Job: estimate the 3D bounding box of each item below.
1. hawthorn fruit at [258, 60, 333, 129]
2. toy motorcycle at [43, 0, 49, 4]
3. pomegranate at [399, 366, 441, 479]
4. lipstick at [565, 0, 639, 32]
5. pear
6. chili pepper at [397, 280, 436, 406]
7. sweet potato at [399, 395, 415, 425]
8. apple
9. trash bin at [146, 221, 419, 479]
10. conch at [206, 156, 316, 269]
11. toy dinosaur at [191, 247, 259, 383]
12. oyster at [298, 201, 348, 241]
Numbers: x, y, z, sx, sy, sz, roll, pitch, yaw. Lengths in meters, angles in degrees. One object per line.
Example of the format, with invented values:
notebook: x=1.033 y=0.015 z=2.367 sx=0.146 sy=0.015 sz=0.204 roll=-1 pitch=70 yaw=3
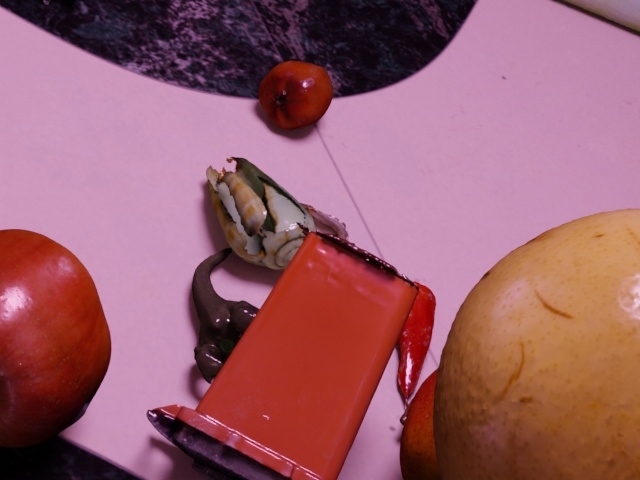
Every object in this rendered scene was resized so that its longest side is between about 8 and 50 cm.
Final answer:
hawthorn fruit: x=-0.022 y=-0.170 z=1.835 sx=0.081 sy=0.081 sz=0.093 roll=40 pitch=35 yaw=13
toy motorcycle: x=-0.345 y=-0.319 z=1.804 sx=0.229 sy=0.094 sz=0.130 roll=-21 pitch=62 yaw=-33
pomegranate: x=0.176 y=0.202 z=1.483 sx=0.210 sy=0.210 sz=0.235 roll=15 pitch=41 yaw=-14
lipstick: x=0.380 y=-0.351 z=2.212 sx=0.304 sy=0.076 sz=0.076 roll=21 pitch=43 yaw=-8
pear: x=0.254 y=0.139 z=1.255 sx=0.348 sy=0.348 sz=0.348 roll=14 pitch=44 yaw=-14
chili pepper: x=0.095 y=0.100 z=1.670 sx=0.045 sy=0.027 sz=0.178 roll=21 pitch=45 yaw=-8
sweet potato: x=0.160 y=0.149 z=1.637 sx=0.218 sy=0.051 sz=0.065 roll=-12 pitch=58 yaw=-35
apple: x=-0.271 y=0.082 z=1.405 sx=0.199 sy=0.199 sz=0.199 roll=14 pitch=44 yaw=-14
trash bin: x=-0.027 y=0.115 z=1.434 sx=0.184 sy=0.161 sz=0.239 roll=26 pitch=81 yaw=3
conch: x=-0.074 y=-0.032 z=1.674 sx=0.105 sy=0.079 sz=0.170 roll=14 pitch=28 yaw=-49
toy dinosaur: x=-0.065 y=0.103 z=1.596 sx=0.187 sy=0.087 sz=0.179 roll=43 pitch=5 yaw=-5
oyster: x=0.003 y=-0.001 z=1.718 sx=0.051 sy=0.034 sz=0.093 roll=-7 pitch=63 yaw=-12
